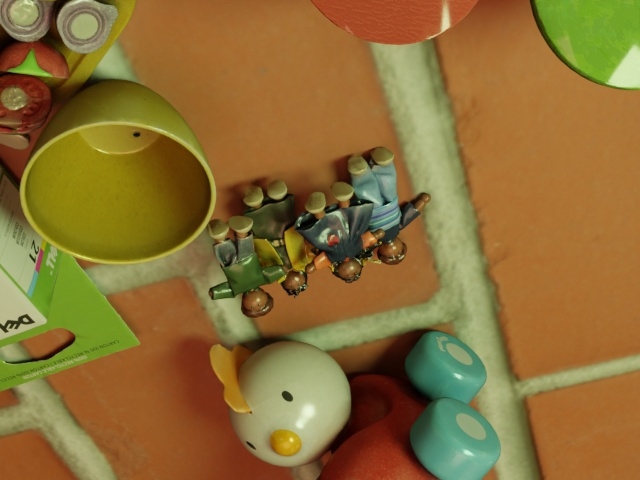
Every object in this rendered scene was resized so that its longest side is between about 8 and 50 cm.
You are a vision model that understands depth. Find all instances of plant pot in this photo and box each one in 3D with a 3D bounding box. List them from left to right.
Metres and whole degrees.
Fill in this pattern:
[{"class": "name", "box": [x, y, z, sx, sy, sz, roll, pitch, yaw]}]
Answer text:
[{"class": "plant pot", "box": [-0.146, -0.063, 0.737, 0.134, 0.095, 0.134, -5, 136, -5]}]

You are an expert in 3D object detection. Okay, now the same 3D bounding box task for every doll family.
[{"class": "doll family", "box": [0.000, 0.000, 0.823, 0.192, 0.076, 0.111, -15, 126, 5]}]

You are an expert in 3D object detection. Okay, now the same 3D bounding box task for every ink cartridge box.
[{"class": "ink cartridge box", "box": [-0.294, 0.063, 0.837, 0.188, 0.097, 0.255, -20, 129, 14]}]

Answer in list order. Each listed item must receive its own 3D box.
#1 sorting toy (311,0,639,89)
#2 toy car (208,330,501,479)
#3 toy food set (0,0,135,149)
[{"class": "sorting toy", "box": [0.151, -0.156, 0.652, 0.365, 0.126, 0.127, 7, 88, -11]}, {"class": "toy car", "box": [-0.003, 0.172, 0.902, 0.238, 0.210, 0.219, 28, 114, -11]}, {"class": "toy food set", "box": [-0.216, -0.131, 0.692, 0.128, 0.071, 0.218, 28, 124, -25]}]
